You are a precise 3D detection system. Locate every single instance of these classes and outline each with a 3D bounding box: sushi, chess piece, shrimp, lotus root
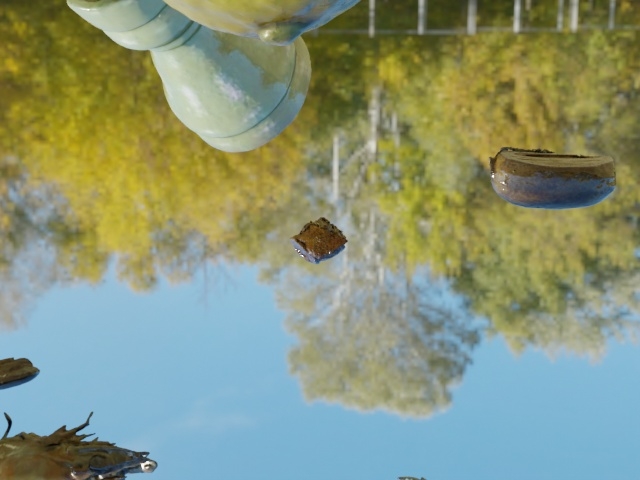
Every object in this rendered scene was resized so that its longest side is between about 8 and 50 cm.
[{"bbox_3d":[0.000,0.000,1.305,0.055,0.052,0.120,-42,-179,-5],"label":"sushi"},{"bbox_3d":[-0.196,-0.313,1.593,0.234,0.234,0.442,7,165,25],"label":"chess piece"},{"bbox_3d":[-0.267,0.170,1.003,0.296,0.058,0.169,-10,-129,21],"label":"shrimp"},{"bbox_3d":[0.150,-0.037,0.721,0.083,0.037,0.030,4,-153,-4],"label":"lotus root"}]

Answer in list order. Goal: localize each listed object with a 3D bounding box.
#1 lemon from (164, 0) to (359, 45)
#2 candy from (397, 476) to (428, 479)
[{"bbox_3d":[-0.049,-0.354,1.039,0.364,0.364,0.364,0,-167,0],"label":"lemon"},{"bbox_3d":[0.113,0.269,1.201,0.030,0.020,0.083,19,178,-25],"label":"candy"}]
